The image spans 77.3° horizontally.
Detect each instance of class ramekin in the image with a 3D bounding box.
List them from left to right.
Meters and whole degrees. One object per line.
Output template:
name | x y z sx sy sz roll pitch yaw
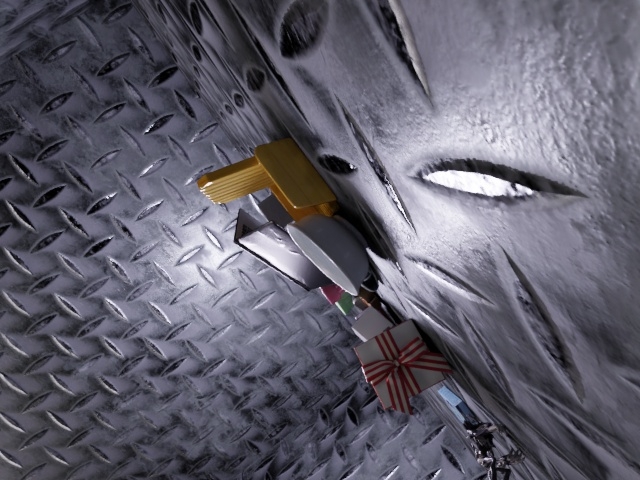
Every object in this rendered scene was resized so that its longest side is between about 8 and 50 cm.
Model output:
ramekin | 0.101 0.239 2.168 0.303 0.148 0.303 52 175 7

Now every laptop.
laptop | -0.114 0.005 1.563 0.382 0.236 0.407 37 -158 -25

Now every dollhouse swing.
dollhouse swing | -0.161 -0.123 1.288 0.315 0.305 0.347 53 174 2

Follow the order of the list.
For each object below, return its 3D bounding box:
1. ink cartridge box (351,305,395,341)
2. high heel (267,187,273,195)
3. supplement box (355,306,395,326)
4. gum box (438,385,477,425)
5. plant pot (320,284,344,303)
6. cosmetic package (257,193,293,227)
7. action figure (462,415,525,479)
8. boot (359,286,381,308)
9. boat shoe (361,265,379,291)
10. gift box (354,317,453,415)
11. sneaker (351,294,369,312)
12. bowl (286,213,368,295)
ink cartridge box | 0.291 0.435 1.682 0.307 0.129 0.223 40 171 20
high heel | -0.267 -0.366 1.981 0.261 0.093 0.186 -115 18 -44
supplement box | 0.286 0.424 1.893 0.239 0.130 0.073 53 175 14
gum box | 0.580 0.703 1.657 0.157 0.041 0.184 53 175 0
plant pot | 0.064 0.157 1.796 0.201 0.180 0.201 52 175 6
cosmetic package | -0.163 -0.143 1.790 0.151 0.184 0.151 54 174 -1
action figure | 0.532 0.641 1.218 0.164 0.141 0.275 46 -157 -16
boot | 0.185 0.223 1.765 0.197 0.073 0.152 53 175 -1
boat shoe | 0.147 0.106 1.389 0.081 0.079 0.227 38 172 44
gift box | 0.291 0.445 1.394 0.276 0.255 0.258 57 178 24
sneaker | 0.221 0.298 2.022 0.222 0.083 0.118 49 -162 -46
bowl | 0.047 0.018 1.209 0.298 0.134 0.298 44 170 10
